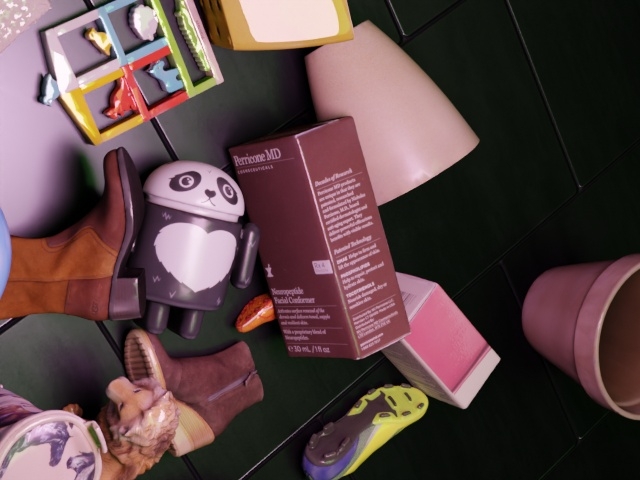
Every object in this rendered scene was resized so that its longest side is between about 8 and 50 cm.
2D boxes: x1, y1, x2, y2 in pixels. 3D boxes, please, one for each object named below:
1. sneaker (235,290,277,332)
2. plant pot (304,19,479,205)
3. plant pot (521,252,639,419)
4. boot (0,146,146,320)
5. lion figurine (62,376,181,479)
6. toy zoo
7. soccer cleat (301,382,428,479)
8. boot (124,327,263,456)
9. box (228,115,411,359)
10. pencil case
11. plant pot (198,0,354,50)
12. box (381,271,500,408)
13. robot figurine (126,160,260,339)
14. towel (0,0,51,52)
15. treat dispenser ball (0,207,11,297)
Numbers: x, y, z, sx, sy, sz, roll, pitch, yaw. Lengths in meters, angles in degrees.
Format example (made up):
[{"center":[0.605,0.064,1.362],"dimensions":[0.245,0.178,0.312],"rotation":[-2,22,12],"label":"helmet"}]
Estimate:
[{"center":[-0.072,0.114,2.004],"dimensions":[0.175,0.064,0.067],"rotation":[-34,112,-24],"label":"sneaker"},{"center":[0.094,-0.227,1.965],"dimensions":[0.256,0.256,0.274],"rotation":[-34,100,-24],"label":"plant pot"},{"center":[0.563,0.166,2.299],"dimensions":[0.323,0.280,0.323],"rotation":[-7,103,-33],"label":"plant pot"},{"center":[-0.405,-0.007,1.712],"dimensions":[0.280,0.096,0.264],"rotation":[0,104,2],"label":"boot"},{"center":[-0.358,0.379,1.758],"dimensions":[0.142,0.240,0.392],"rotation":[29,83,-33],"label":"lion figurine"},{"center":[-0.309,-0.277,1.799],"dimensions":[0.293,0.030,0.192],"rotation":[-32,114,-25],"label":"toy zoo"},{"center":[0.080,0.363,2.152],"dimensions":[0.289,0.093,0.121],"rotation":[-26,142,-32],"label":"soccer cleat"},{"center":[-0.211,0.218,1.938],"dimensions":[0.207,0.090,0.248],"rotation":[-34,114,-37],"label":"boot"},{"center":[0.000,0.000,1.911],"dimensions":[0.143,0.191,0.381],"rotation":[-21,100,-38],"label":"box"},{"center":[-0.452,0.270,1.577],"dimensions":[0.183,0.410,0.160],"rotation":[-46,122,-26],"label":"pencil case"},{"center":[-0.091,-0.401,1.827],"dimensions":[0.187,0.212,0.212],"rotation":[-21,110,-15],"label":"plant pot"},{"center":[0.200,0.184,2.143],"dimensions":[0.127,0.148,0.232],"rotation":[-52,122,-16],"label":"box"},{"center":[-0.218,0.012,1.822],"dimensions":[0.209,0.173,0.278],"rotation":[10,94,-67],"label":"robot figurine"},{"center":[-0.537,-0.317,1.633],"dimensions":[0.282,0.049,0.187],"rotation":[-47,121,-18],"label":"towel"},{"center":[-0.561,0.016,1.532],"dimensions":[0.288,0.288,0.288],"rotation":[-7,102,-32],"label":"treat dispenser ball"}]
